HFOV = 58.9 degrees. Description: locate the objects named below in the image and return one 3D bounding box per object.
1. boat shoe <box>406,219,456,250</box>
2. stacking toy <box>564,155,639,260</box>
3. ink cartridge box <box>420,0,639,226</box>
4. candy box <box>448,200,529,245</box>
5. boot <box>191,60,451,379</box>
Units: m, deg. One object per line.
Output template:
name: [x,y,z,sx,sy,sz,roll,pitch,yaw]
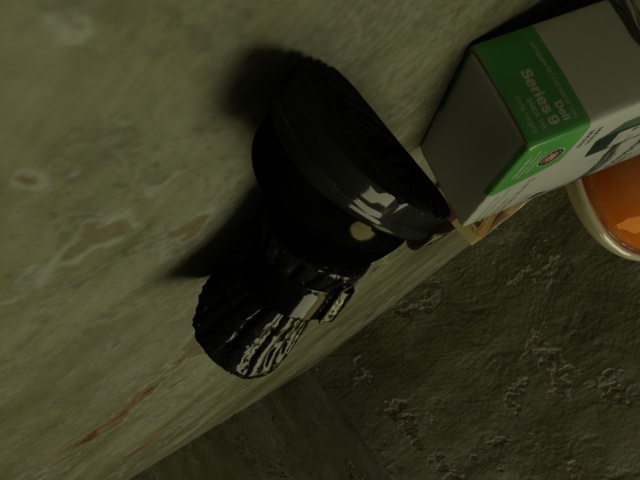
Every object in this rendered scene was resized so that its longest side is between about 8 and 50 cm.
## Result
boat shoe: [0.264,-0.030,1.292,0.152,0.056,0.049,-31,175,20]
stacking toy: [0.622,-0.157,0.786,0.350,0.351,0.480,-29,-170,-29]
ink cartridge box: [0.283,-0.149,0.624,0.289,0.122,0.211,-22,164,-10]
candy box: [0.358,-0.116,1.059,0.183,0.087,0.316,-45,173,32]
boot: [-0.026,0.013,0.481,0.260,0.131,0.348,-39,168,13]
